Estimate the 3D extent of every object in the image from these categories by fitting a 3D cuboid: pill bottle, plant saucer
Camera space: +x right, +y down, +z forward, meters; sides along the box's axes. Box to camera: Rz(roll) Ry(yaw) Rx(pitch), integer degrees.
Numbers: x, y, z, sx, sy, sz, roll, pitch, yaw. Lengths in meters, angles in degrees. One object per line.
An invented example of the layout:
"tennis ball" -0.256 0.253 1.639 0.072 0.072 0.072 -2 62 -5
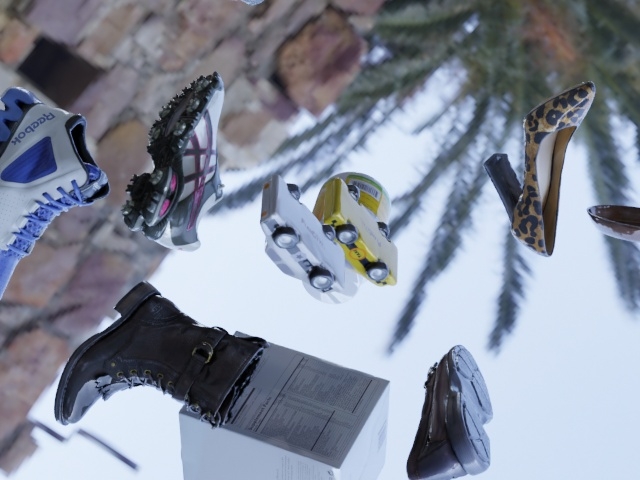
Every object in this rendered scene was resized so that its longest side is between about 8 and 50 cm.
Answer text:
"pill bottle" 0.040 -0.001 2.444 0.136 0.136 0.245 -32 -158 30
"plant saucer" 0.472 -0.021 2.058 0.168 0.168 0.029 -147 -119 -61

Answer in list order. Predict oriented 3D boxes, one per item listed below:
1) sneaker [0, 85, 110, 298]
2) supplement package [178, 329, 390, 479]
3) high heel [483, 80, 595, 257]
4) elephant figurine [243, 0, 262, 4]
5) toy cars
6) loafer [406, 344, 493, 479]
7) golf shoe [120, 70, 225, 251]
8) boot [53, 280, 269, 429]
"sneaker" -0.415 -0.065 2.057 0.182 0.127 0.315 12 -101 15
"supplement package" -0.053 0.303 2.142 0.263 0.199 0.198 17 -137 17
"high heel" 0.361 -0.104 2.102 0.261 0.093 0.186 -48 -121 46
"elephant figurine" -0.134 -0.436 1.863 0.186 0.239 0.169 -47 -140 -1
"toy cars" 0.000 0.000 2.073 0.087 0.394 0.176 -22 -98 23
"loafer" 0.155 0.217 1.768 0.095 0.109 0.302 -27 -169 13
"golf shoe" -0.192 -0.114 2.040 0.105 0.120 0.273 -4 -122 49
"boot" -0.226 0.198 1.988 0.229 0.091 0.263 32 -103 19
